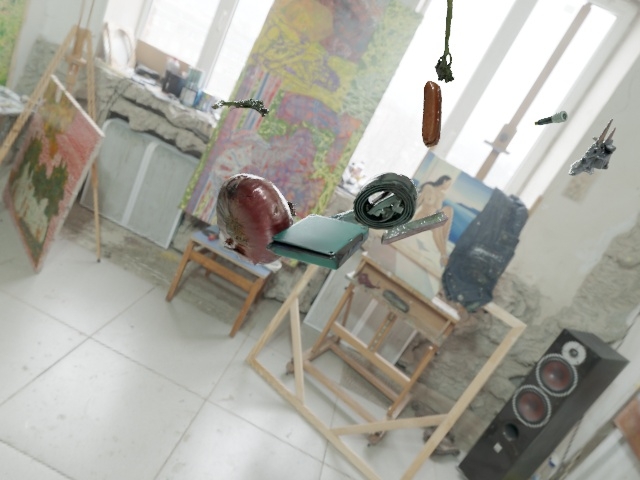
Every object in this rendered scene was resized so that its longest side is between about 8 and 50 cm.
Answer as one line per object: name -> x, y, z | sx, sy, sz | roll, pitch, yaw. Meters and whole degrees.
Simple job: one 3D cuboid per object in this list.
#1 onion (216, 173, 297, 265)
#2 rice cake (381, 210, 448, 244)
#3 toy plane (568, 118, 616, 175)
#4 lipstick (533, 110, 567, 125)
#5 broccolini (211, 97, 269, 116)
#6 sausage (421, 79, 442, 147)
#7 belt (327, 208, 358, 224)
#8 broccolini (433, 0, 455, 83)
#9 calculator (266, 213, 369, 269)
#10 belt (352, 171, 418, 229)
onion -> -0.215, -0.084, 1.656 | 0.285, 0.347, 0.348 | -23, 50, -37
rice cake -> 0.247, -0.032, 1.205 | 0.207, 0.047, 0.036 | -18, 57, -22
toy plane -> 0.895, -0.263, 1.498 | 0.088, 0.212, 0.267 | 27, 47, 32
lipstick -> 0.756, -0.399, 1.516 | 0.037, 0.037, 0.116 | 17, -8, -27
broccolini -> -0.277, -0.468, 1.620 | 0.123, 0.062, 0.271 | 14, 22, 23
sausage -> 0.521, -0.592, 2.130 | 0.102, 0.330, 0.102 | 4, -10, 1
belt -> 0.121, -0.091, 2.038 | 0.302, 0.072, 0.087 | -22, 22, -41
broccolini -> 0.372, -0.578, 1.325 | 0.071, 0.254, 0.057 | 11, 50, 15
calculator -> 0.000, 0.000, 1.452 | 0.248, 0.058, 0.274 | 14, 28, 24
belt -> 0.237, -0.143, 1.717 | 0.206, 0.268, 0.116 | 54, 36, -22
